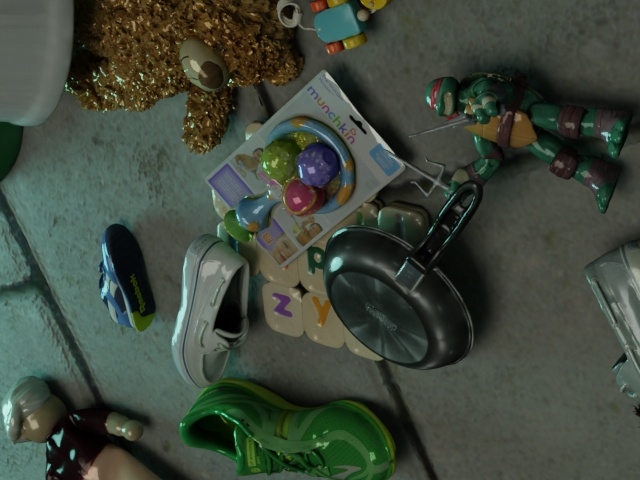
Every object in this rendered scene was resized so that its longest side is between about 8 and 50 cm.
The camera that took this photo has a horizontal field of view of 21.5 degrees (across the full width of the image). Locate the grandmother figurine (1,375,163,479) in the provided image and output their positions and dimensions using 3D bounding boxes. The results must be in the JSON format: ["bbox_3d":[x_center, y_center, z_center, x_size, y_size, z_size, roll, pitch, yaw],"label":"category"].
[{"bbox_3d":[-0.300,0.309,2.266,0.342,0.104,0.208,38,105,17],"label":"grandmother figurine"}]

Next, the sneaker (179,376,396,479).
[{"bbox_3d":[-0.041,0.246,2.005,0.295,0.123,0.109,8,119,33],"label":"sneaker"}]

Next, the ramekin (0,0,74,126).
[{"bbox_3d":[-0.390,-0.263,1.887,0.277,0.135,0.277,15,108,59],"label":"ramekin"}]

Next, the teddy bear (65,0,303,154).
[{"bbox_3d":[-0.186,-0.210,1.859,0.338,0.113,0.245,19,127,29],"label":"teddy bear"}]

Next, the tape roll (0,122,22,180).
[{"bbox_3d":[-0.525,-0.194,2.151,0.321,0.077,0.321,19,126,28],"label":"tape roll"}]

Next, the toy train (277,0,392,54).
[{"bbox_3d":[0.025,-0.272,1.708,0.125,0.046,0.166,39,129,14],"label":"toy train"}]

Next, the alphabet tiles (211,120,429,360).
[{"bbox_3d":[0.000,0.000,1.900,0.284,0.021,0.278,14,125,31],"label":"alphabet tiles"}]

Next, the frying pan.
[{"bbox_3d":[0.111,0.057,1.763,0.197,0.053,0.326,52,149,-12],"label":"frying pan"}]

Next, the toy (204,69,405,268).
[{"bbox_3d":[-0.031,-0.064,1.829,0.137,0.056,0.237,50,135,-2],"label":"toy"}]

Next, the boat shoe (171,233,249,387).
[{"bbox_3d":[-0.124,0.100,1.993,0.076,0.083,0.226,30,138,29],"label":"boat shoe"}]

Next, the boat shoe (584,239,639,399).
[{"bbox_3d":[0.326,0.114,1.663,0.081,0.079,0.227,-22,92,21],"label":"boat shoe"}]

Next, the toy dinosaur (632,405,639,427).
[{"bbox_3d":[0.354,0.160,1.726,0.090,0.047,0.082,26,127,-21],"label":"toy dinosaur"}]

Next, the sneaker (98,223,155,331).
[{"bbox_3d":[-0.254,0.047,2.101,0.059,0.053,0.144,8,118,37],"label":"sneaker"}]

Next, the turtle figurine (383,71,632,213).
[{"bbox_3d":[0.178,-0.109,1.632,0.234,0.118,0.175,16,157,14],"label":"turtle figurine"}]
